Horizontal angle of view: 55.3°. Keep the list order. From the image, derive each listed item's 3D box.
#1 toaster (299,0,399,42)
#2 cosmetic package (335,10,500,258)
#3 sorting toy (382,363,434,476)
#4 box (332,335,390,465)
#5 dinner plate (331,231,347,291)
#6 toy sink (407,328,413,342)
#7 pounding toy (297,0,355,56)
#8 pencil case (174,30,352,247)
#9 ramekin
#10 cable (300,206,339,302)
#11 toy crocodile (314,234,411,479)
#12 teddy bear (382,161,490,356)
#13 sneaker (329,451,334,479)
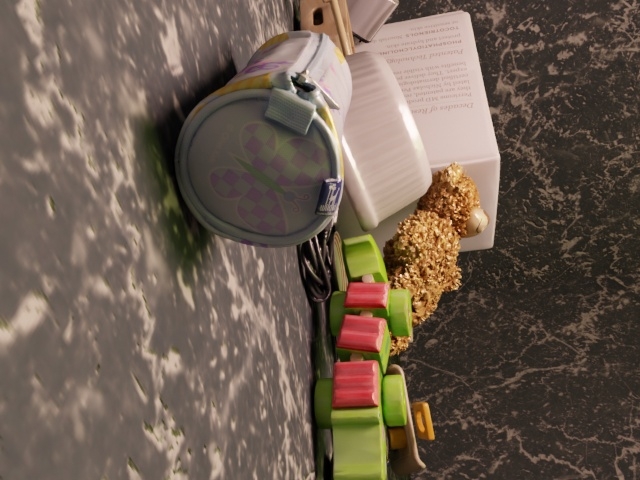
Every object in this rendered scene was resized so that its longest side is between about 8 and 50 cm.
[{"bbox_3d":[0.052,-0.495,1.212,0.168,0.110,0.186,24,40,-26],"label":"toaster"},{"bbox_3d":[0.178,-0.207,1.301,0.329,0.327,0.394,70,16,-57],"label":"cosmetic package"},{"bbox_3d":[0.140,0.360,1.209,0.348,0.047,0.196,108,-27,-63],"label":"sorting toy"},{"bbox_3d":[0.073,0.264,1.082,0.216,0.060,0.270,51,32,-75],"label":"box"},{"bbox_3d":[0.033,0.054,1.140,0.141,0.017,0.141,-8,90,-82],"label":"dinner plate"},{"bbox_3d":[0.172,0.137,1.625,0.234,0.131,0.153,-82,163,-46],"label":"toy sink"},{"bbox_3d":[0.004,-0.346,1.041,0.206,0.094,0.181,71,14,-53],"label":"pounding toy"},{"bbox_3d":[-0.032,-0.100,0.505,0.273,0.113,0.124,-81,-176,-65],"label":"pencil case"},{"bbox_3d":[0.071,-0.159,0.932,0.273,0.127,0.273,-22,90,-84],"label":"ramekin"},{"bbox_3d":[0.000,0.000,0.879,0.150,0.047,0.185,91,5,-74],"label":"cable"},{"bbox_3d":[0.057,0.146,0.808,0.105,0.115,0.341,70,23,-51],"label":"toy crocodile"},{"bbox_3d":[0.177,0.038,1.008,0.338,0.113,0.245,-46,135,-26],"label":"teddy bear"},{"bbox_3d":[0.099,0.396,0.833,0.090,0.145,0.270,-73,154,-70],"label":"sneaker"}]
